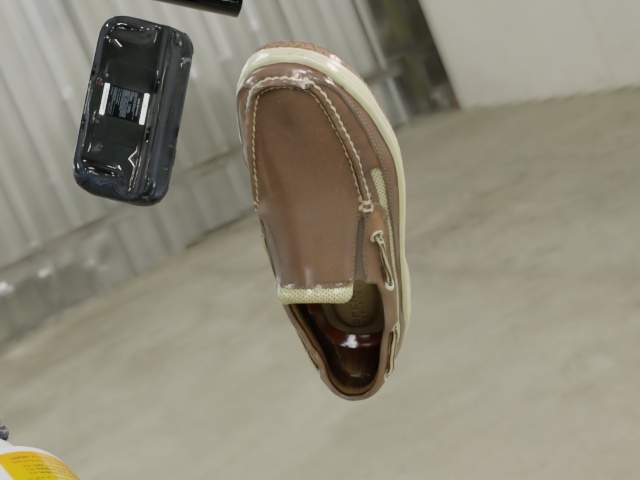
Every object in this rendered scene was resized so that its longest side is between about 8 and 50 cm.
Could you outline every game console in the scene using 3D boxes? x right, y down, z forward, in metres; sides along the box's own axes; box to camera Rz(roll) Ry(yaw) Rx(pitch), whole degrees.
[{"bbox_3d":[-0.198,-0.218,1.728,0.213,0.361,0.044,11,-14,-10],"label":"game console"}]

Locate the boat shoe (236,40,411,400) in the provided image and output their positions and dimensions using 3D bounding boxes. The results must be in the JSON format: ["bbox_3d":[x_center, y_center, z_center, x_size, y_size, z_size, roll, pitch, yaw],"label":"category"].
[{"bbox_3d":[0.008,0.000,0.989,0.095,0.257,0.095,-5,45,18],"label":"boat shoe"}]

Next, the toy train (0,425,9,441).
[{"bbox_3d":[-0.293,0.205,1.282,0.080,0.184,0.105,-12,-15,39],"label":"toy train"}]

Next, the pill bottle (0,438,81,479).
[{"bbox_3d":[-0.178,0.207,1.020,0.117,0.117,0.215,-29,35,-23],"label":"pill bottle"}]
